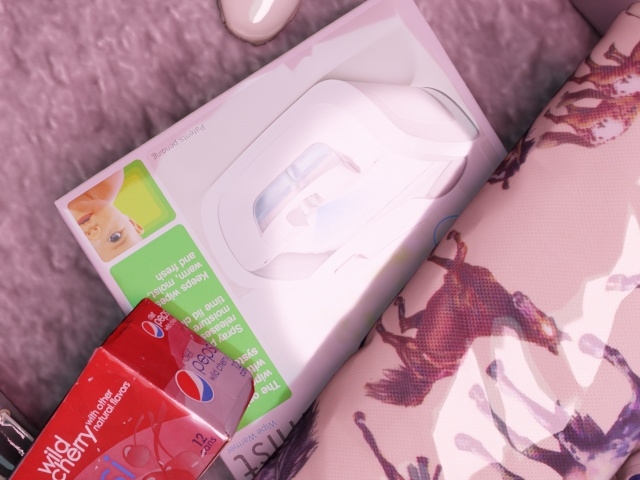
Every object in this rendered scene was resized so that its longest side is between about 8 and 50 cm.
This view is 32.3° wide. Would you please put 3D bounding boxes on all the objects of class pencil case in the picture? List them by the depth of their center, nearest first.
[{"bbox_3d":[0.119,0.078,0.616,0.183,0.160,0.410,39,93,5],"label":"pencil case"}]

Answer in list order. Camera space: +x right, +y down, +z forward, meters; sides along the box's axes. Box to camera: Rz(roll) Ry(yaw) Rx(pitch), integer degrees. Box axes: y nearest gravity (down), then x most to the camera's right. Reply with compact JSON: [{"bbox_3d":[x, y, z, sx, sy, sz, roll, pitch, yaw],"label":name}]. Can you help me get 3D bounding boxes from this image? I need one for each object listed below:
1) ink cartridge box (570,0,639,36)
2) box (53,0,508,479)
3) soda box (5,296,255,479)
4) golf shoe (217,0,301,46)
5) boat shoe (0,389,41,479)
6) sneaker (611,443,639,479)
[{"bbox_3d":[0.350,-0.187,0.723,0.285,0.166,0.395,-43,93,2],"label":"ink cartridge box"},{"bbox_3d":[0.000,0.000,0.750,0.262,0.127,0.231,-32,93,0],"label":"box"},{"bbox_3d":[-0.150,0.167,0.676,0.092,0.083,0.263,36,109,-2],"label":"soda box"},{"bbox_3d":[-0.028,-0.221,0.751,0.069,0.086,0.176,17,95,-5],"label":"golf shoe"},{"bbox_3d":[-0.182,0.161,0.779,0.233,0.084,0.079,36,68,-9],"label":"boat shoe"},{"bbox_3d":[0.249,0.156,0.670,0.127,0.182,0.316,29,50,-9],"label":"sneaker"}]
